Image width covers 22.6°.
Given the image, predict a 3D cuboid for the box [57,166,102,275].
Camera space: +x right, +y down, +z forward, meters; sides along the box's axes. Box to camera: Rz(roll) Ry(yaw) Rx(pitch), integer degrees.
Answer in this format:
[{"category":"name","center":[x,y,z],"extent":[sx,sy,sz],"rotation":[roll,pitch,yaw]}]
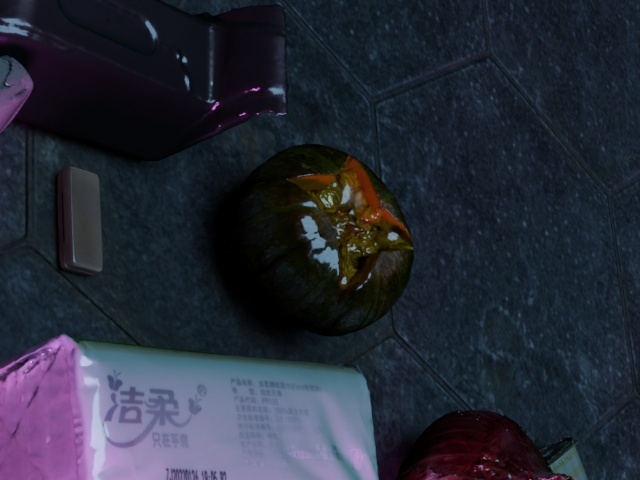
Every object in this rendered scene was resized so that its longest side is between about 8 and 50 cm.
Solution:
[{"category":"box","center":[-0.258,-0.020,1.715],"extent":[0.048,0.025,0.115],"rotation":[18,60,-49]}]

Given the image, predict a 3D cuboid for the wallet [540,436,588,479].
[{"category":"wallet","center":[0.335,0.443,2.156],"extent":[0.223,0.077,0.309],"rotation":[-22,91,-55]}]

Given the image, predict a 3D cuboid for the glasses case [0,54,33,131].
[{"category":"glasses case","center":[-0.395,-0.066,1.516],"extent":[0.083,0.128,0.308],"rotation":[35,44,0]}]

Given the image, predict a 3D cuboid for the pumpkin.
[{"category":"pumpkin","center":[-0.003,0.001,1.895],"extent":[0.238,0.159,0.238],"rotation":[29,45,-34]}]

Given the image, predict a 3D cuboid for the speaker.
[{"category":"speaker","center":[-0.236,-0.220,1.707],"extent":[0.388,0.184,0.180],"rotation":[17,61,-43]}]

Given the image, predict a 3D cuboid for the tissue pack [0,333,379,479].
[{"category":"tissue pack","center":[-0.132,0.283,1.580],"extent":[0.405,0.205,0.331],"rotation":[10,66,-46]}]

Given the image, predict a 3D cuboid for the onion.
[{"category":"onion","center":[0.209,0.323,1.945],"extent":[0.252,0.219,0.252],"rotation":[23,59,-46]}]
